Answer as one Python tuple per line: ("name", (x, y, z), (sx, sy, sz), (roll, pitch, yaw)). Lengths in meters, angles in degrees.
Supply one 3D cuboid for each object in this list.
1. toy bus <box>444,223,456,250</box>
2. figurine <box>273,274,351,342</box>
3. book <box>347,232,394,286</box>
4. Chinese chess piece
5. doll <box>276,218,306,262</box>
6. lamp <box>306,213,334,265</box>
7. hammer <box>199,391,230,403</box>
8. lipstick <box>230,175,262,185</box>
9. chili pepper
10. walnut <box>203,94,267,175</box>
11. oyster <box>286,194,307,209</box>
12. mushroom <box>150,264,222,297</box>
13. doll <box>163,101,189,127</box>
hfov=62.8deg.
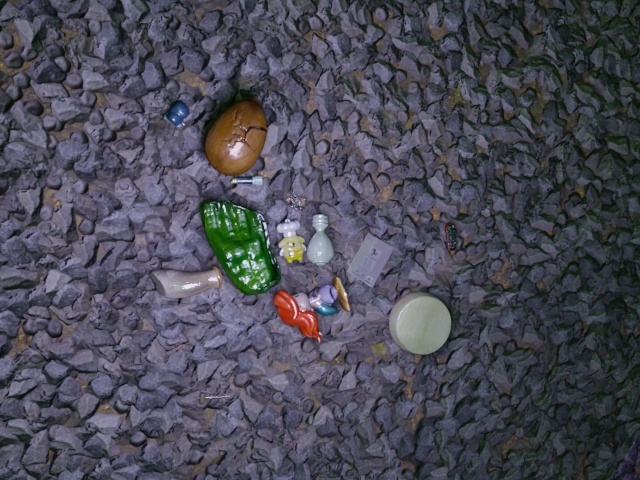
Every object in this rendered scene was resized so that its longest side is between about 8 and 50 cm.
("toy bus", (0.524, -0.013, 2.119), (0.031, 0.043, 0.110), (-8, 97, -10))
("figurine", (-0.028, 0.252, 1.930), (0.257, 0.181, 0.208), (-20, 127, -6))
("book", (0.197, 0.077, 2.055), (0.127, 0.014, 0.182), (30, 86, -14))
("Chinese chess piece", (0.391, 0.326, 2.073), (0.250, 0.101, 0.251), (-1, 93, -14))
("doll", (-0.110, -0.001, 1.948), (0.106, 0.062, 0.163), (-13, 95, -18))
("lamp", (0.000, 0.000, 1.962), (0.106, 0.106, 0.193), (3, 82, -15))
("hammer", (-0.388, 0.578, 1.931), (0.110, 0.019, 0.036), (3, 92, -17))
("lipstick", (-0.270, -0.219, 1.910), (0.116, 0.037, 0.037), (-1, 93, -10))
("chili pepper", (-0.278, 0.021, 1.860), (0.213, 0.167, 0.385), (-27, 87, -27))
("walnut", (-0.283, -0.368, 1.815), (0.203, 0.203, 0.298), (23, 95, -14))
("oyster", (-0.091, -0.143, 1.966), (0.083, 0.019, 0.054), (14, 90, -15))
("mushroom", (-0.471, 0.149, 1.848), (0.246, 0.108, 0.096), (-4, 135, -12))
("doll", (-0.496, -0.441, 1.832), (0.076, 0.050, 0.083), (36, 82, -18))
